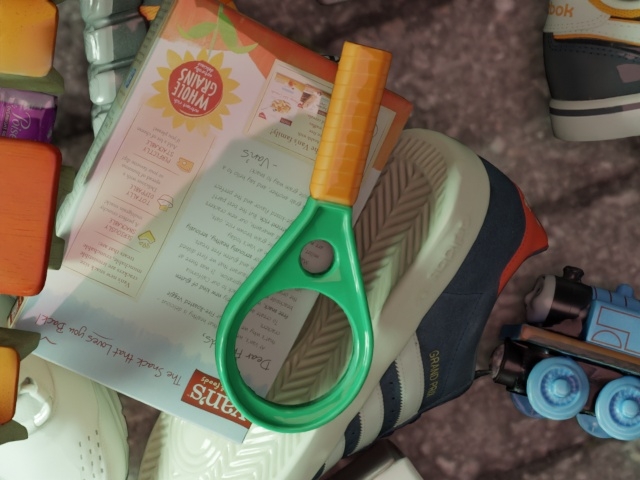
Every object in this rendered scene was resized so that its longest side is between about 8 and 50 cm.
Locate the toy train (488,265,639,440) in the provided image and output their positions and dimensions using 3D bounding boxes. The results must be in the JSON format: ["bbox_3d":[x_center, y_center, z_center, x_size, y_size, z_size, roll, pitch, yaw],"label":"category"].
[{"bbox_3d":[0.209,0.084,1.074,0.184,0.080,0.105,17,83,-4],"label":"toy train"}]

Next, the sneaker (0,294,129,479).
[{"bbox_3d":[-0.228,0.067,0.999,0.111,0.129,0.297,-35,103,4],"label":"sneaker"}]

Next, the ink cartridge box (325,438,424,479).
[{"bbox_3d":[0.048,0.258,1.062,0.148,0.086,0.203,-35,95,-3],"label":"ink cartridge box"}]

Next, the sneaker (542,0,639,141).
[{"bbox_3d":[0.305,-0.152,1.041,0.321,0.126,0.127,-10,100,-3],"label":"sneaker"}]

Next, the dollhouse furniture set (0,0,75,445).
[{"bbox_3d":[-0.267,-0.027,0.846,0.259,0.135,0.262,7,91,7],"label":"dollhouse furniture set"}]

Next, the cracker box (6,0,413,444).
[{"bbox_3d":[-0.069,-0.016,0.947,0.155,0.067,0.232,26,93,-15],"label":"cracker box"}]

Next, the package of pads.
[{"bbox_3d":[-0.219,-0.080,1.045,0.083,0.032,0.050,13,96,-6],"label":"package of pads"}]

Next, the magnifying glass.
[{"bbox_3d":[0.000,0.000,0.919,0.092,0.026,0.231,12,99,-13],"label":"magnifying glass"}]

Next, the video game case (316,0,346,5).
[{"bbox_3d":[0.081,-0.271,1.030,0.212,0.023,0.193,-15,107,-13],"label":"video game case"}]

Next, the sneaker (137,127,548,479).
[{"bbox_3d":[0.021,0.096,1.041,0.148,0.131,0.350,24,112,-45],"label":"sneaker"}]

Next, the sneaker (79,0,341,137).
[{"bbox_3d":[-0.063,-0.141,1.023,0.180,0.124,0.321,-5,105,-9],"label":"sneaker"}]
